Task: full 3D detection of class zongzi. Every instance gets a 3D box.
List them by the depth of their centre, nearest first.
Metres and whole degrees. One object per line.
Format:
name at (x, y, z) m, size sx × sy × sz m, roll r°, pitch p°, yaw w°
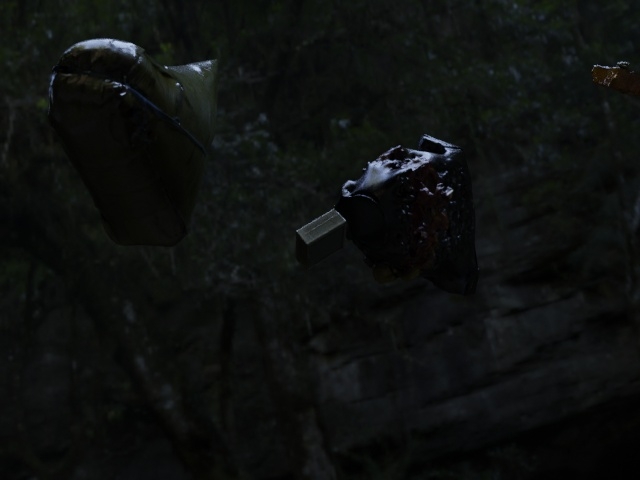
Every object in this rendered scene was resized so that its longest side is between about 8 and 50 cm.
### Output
zongzi at (-0.226, -0.216, 1.445) m, size 0.160 × 0.360 × 0.323 m, roll 11°, pitch -33°, yaw 14°

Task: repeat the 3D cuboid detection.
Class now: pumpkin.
pumpkin at (0.514, -0.280, 1.800) m, size 0.083 × 0.074 × 0.053 m, roll 8°, pitch -78°, yaw -26°

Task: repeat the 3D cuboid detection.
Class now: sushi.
sushi at (0.102, -0.030, 1.286) m, size 0.150 × 0.153 × 0.172 m, roll -9°, pitch -64°, yaw -45°

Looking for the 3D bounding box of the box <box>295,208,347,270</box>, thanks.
box at (0.000, 0.000, 1.676) m, size 0.079 × 0.035 × 0.083 m, roll -32°, pitch -27°, yaw -19°
